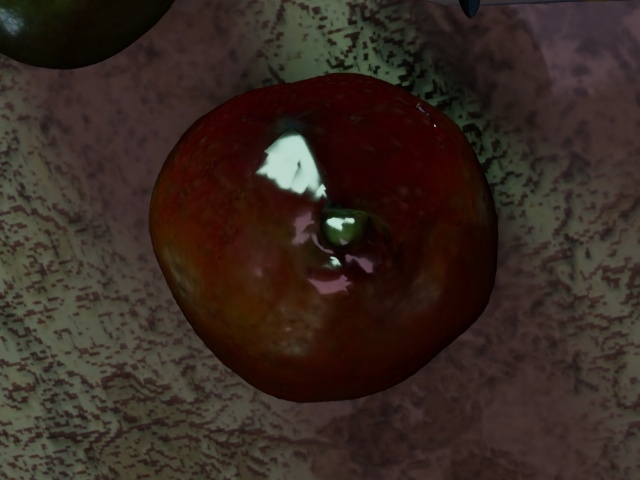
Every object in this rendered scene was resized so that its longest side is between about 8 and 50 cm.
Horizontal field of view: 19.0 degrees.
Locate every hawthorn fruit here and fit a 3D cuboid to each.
[{"bbox_3d":[0.000,0.000,0.894,0.169,0.188,0.169,0,97,2],"label":"hawthorn fruit"}]

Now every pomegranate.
[{"bbox_3d":[-0.114,-0.178,0.888,0.152,0.131,0.191,34,96,4],"label":"pomegranate"}]

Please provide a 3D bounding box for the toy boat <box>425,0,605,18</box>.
[{"bbox_3d":[0.120,-0.159,0.824,0.269,0.141,0.141,-4,114,2],"label":"toy boat"}]
